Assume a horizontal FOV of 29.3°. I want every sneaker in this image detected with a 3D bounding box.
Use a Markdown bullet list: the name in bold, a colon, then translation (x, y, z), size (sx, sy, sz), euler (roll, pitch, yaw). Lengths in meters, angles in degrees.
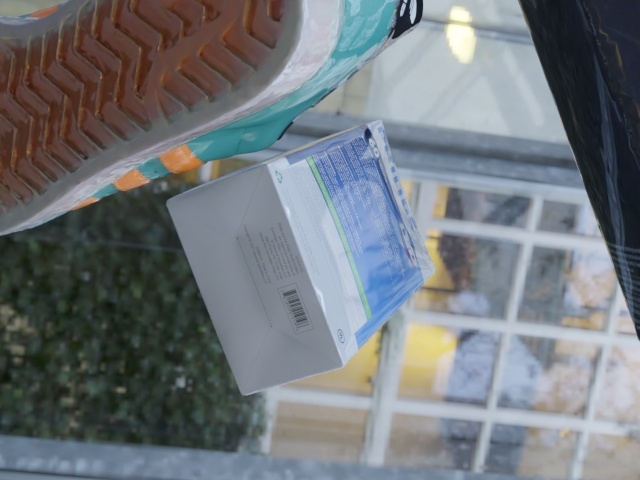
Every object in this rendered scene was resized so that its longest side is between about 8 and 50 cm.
- **sneaker**: translation (-0.085, -0.070, 0.575), size (0.302, 0.121, 0.108), euler (-12, -91, 38)

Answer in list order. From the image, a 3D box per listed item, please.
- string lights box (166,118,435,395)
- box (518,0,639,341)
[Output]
- **string lights box**: translation (0.000, 0.000, 0.856), size (0.133, 0.077, 0.260), euler (70, 20, -4)
- **box**: translation (0.367, -0.112, 0.904), size (0.179, 0.343, 0.312), euler (-119, -171, -85)
